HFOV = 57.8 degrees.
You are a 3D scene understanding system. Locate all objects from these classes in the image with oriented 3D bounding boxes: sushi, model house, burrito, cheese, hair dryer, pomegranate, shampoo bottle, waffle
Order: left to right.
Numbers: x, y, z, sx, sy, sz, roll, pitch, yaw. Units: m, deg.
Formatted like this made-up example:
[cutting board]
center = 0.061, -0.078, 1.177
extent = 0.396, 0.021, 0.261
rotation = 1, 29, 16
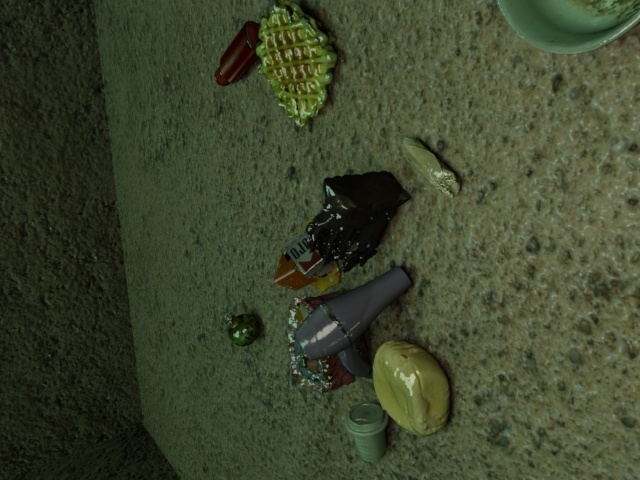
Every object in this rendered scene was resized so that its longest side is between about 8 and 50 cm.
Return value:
[shampoo bottle]
center = -0.253, -0.557, 1.776
extent = 0.260, 0.064, 0.102
rotation = -26, 80, 55
[pomegranate]
center = -0.288, 0.309, 2.075
extent = 0.161, 0.122, 0.122
rotation = 44, 157, -27
[waffle]
center = -0.067, -0.475, 1.536
extent = 0.317, 0.073, 0.297
rotation = 52, 146, 20
[model house]
center = -0.070, 0.065, 1.674
extent = 0.219, 0.136, 0.207
rotation = -29, 79, 55
[sushi]
center = 0.015, 0.269, 1.600
extent = 0.236, 0.170, 0.270
rotation = 12, 109, 53
[hair dryer]
center = 0.109, 0.244, 1.450
extent = 0.121, 0.301, 0.361
rotation = 47, 165, 41
[cheese]
center = 0.210, 0.356, 1.402
extent = 0.214, 0.117, 0.226
rotation = 22, 124, 57
[burrito]
center = 0.231, -0.162, 1.241
extent = 0.188, 0.045, 0.058
rotation = 52, 132, 34

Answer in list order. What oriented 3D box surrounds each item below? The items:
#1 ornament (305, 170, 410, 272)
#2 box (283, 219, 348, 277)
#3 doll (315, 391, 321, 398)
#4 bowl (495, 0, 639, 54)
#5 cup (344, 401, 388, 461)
[ornament]
center = 0.068, -0.026, 1.358
extent = 0.106, 0.251, 0.260
rotation = 51, 131, 31
[box]
center = 0.000, 0.000, 1.540
extent = 0.115, 0.177, 0.036
rotation = 51, -178, 29
[doll]
center = -0.007, 0.388, 1.764
extent = 0.096, 0.070, 0.195
rotation = -164, 71, -69
[bowl]
center = 0.398, -0.419, 0.819
extent = 0.289, 0.146, 0.289
rotation = 27, 125, 47
[cup]
center = 0.133, 0.525, 1.576
extent = 0.120, 0.120, 0.141
rotation = 17, 125, 52
